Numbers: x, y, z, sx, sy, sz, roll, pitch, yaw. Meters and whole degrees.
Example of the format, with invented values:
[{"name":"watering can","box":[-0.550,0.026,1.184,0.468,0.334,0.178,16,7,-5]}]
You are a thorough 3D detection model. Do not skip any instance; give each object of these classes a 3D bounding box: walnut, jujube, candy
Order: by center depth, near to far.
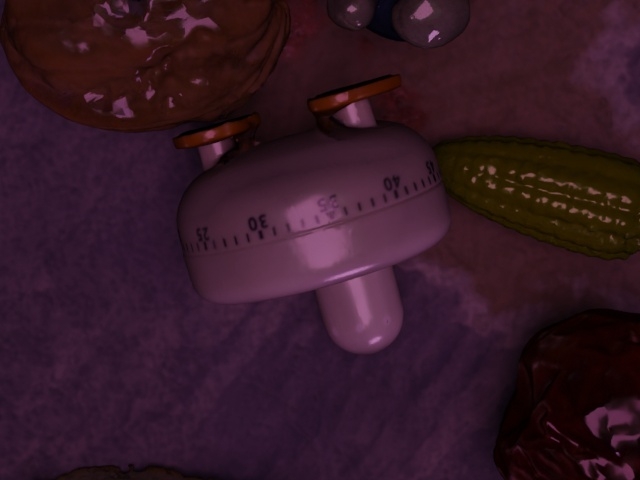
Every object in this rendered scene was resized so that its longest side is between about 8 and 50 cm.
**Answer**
[{"name":"walnut","box":[-0.148,-0.183,1.225,0.245,0.198,0.198,-4,100,3]},{"name":"jujube","box":[0.325,0.185,1.315,0.342,0.216,0.216,23,98,-12]},{"name":"candy","box":[0.196,-0.047,1.318,0.209,0.097,0.096,15,99,1]}]

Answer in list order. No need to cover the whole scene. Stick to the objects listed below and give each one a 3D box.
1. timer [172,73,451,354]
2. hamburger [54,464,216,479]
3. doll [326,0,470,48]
[{"name":"timer","box":[0.000,0.000,1.246,0.233,0.233,0.240,-16,97,0]},{"name":"hamburger","box":[-0.143,0.328,1.336,0.309,0.132,0.211,2,102,8]},{"name":"doll","box":[0.037,-0.286,1.240,0.258,0.154,0.228,46,62,-16]}]
